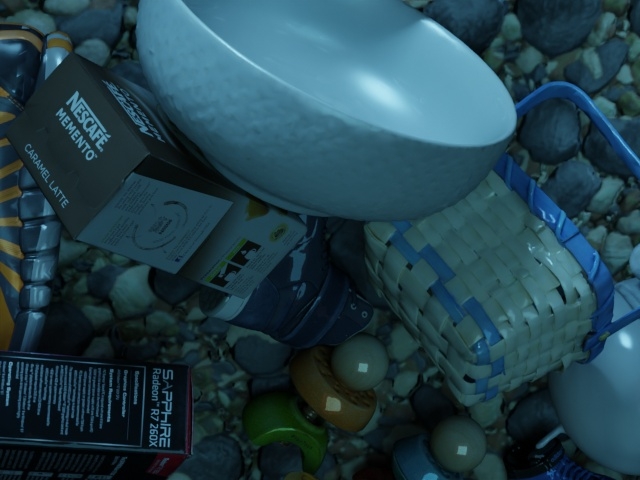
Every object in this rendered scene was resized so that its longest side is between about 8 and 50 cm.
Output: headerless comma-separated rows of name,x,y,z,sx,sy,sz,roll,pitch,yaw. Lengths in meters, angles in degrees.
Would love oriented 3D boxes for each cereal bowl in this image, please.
cereal bowl,-0.009,-0.123,1.242,0.339,0.339,0.141,18,119,-18

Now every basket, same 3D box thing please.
basket,0.197,-0.003,1.366,0.289,0.255,0.201,-32,153,-10

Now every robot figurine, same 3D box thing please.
robot figurine,0.387,0.125,1.483,0.353,0.200,0.300,-14,113,-7

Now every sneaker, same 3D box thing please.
sneaker,0.266,0.254,1.550,0.058,0.152,0.084,-37,116,-42
sneaker,-0.001,0.000,1.420,0.163,0.086,0.226,27,95,-29
sneaker,-0.327,-0.043,1.322,0.180,0.124,0.321,5,99,-10

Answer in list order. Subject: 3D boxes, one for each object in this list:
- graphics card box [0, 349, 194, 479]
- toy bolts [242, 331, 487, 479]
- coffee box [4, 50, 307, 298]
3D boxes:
graphics card box,-0.318,0.169,1.334,0.371,0.233,0.094,4,71,-14
toy bolts,0.063,0.220,1.451,0.228,0.218,0.158,33,114,-28
coffee box,-0.139,-0.051,1.265,0.098,0.141,0.246,-47,149,12
